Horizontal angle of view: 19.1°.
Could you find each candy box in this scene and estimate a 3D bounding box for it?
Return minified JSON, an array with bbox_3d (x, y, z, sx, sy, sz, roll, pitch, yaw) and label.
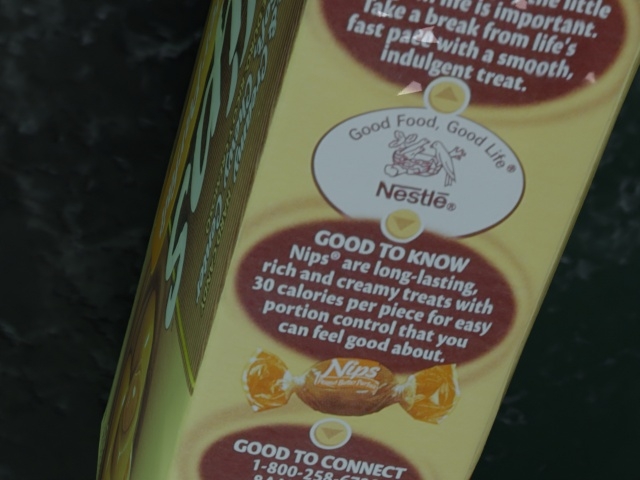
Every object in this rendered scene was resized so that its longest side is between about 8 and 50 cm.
[{"bbox_3d":[0.000,0.000,0.566,0.087,0.183,0.316,12,122,-11],"label":"candy box"}]
